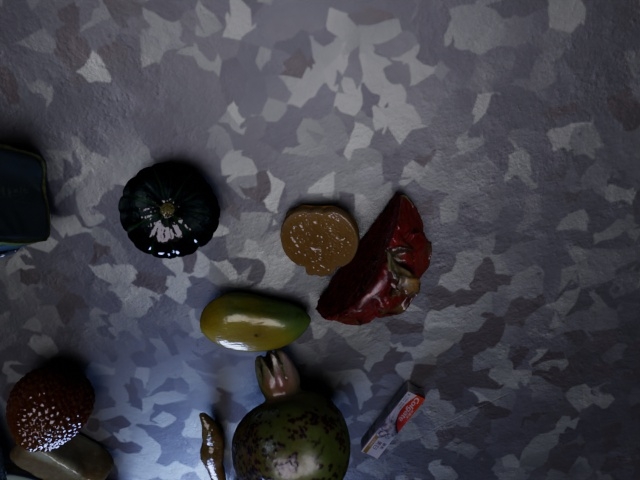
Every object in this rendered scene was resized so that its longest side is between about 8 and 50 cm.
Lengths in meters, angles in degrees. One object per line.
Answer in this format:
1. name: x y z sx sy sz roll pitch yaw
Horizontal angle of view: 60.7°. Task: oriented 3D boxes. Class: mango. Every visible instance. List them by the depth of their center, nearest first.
1. mango: -0.147 0.188 1.214 0.237 0.091 0.137 14 119 -5

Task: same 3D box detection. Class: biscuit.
1. biscuit: 0.001 -0.002 1.148 0.170 0.050 0.170 7 121 12

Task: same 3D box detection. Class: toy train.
1. toy train: -0.714 0.615 1.405 0.252 0.055 0.048 8 105 4

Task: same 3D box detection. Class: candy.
1. candy: -0.641 0.543 1.363 0.234 0.102 0.104 38 109 -12

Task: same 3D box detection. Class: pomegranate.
1. pomegranate: -0.077 0.416 1.244 0.285 0.285 0.340 -17 79 7

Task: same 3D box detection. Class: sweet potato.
1. sweet potato: -0.270 0.538 1.382 0.067 0.067 0.274 -2 119 1

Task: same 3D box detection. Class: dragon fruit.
1. dragon fruit: 0.136 0.090 1.107 0.152 0.205 0.317 32 111 -13

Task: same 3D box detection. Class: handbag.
1. handbag: -0.675 -0.067 1.013 0.241 0.263 0.222 -7 88 6

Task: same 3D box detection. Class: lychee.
1. lychee: -0.619 0.380 1.254 0.194 0.194 0.194 0 113 0

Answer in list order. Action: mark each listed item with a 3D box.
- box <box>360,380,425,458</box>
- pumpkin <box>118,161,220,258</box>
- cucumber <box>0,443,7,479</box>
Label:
1. box: 0.176 0.444 1.348 0.055 0.039 0.218 29 111 -10
2. pumpkin: -0.295 -0.060 1.075 0.194 0.150 0.194 -4 113 -10
3. cucumber: -0.822 0.501 1.353 0.078 0.062 0.211 -5 107 22
